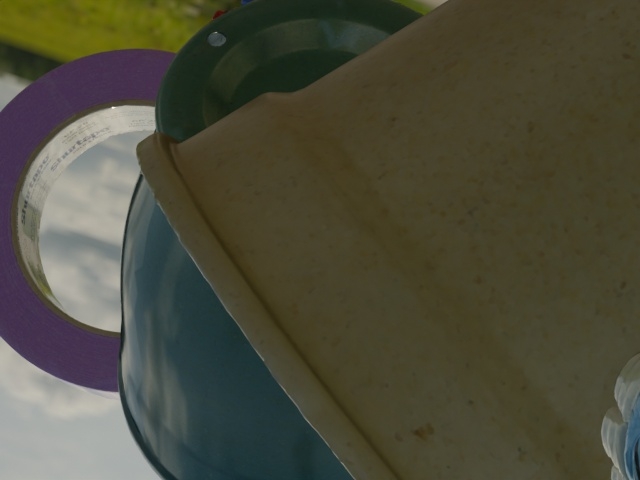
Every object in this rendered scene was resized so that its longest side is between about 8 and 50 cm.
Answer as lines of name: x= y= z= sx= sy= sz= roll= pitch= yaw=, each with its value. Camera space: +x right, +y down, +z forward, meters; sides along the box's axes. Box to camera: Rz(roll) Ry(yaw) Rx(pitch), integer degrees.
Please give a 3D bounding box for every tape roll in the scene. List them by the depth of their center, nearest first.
tape roll: x=-0.145 y=-0.010 z=1.564 sx=0.275 sy=0.274 sz=0.090 roll=18 pitch=171 yaw=6

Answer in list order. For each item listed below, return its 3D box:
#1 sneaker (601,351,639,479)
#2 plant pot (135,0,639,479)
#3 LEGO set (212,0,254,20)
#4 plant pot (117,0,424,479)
sneaker: x=0.113 y=0.076 z=0.308 sx=0.162 sy=0.063 sz=0.073 roll=37 pitch=-172 yaw=-7
plant pot: x=0.141 y=-0.010 z=0.848 sx=0.334 sy=0.305 sz=0.334 roll=50 pitch=-176 yaw=-4
LEGO set: x=-0.052 y=-0.175 z=1.341 sx=0.244 sy=0.060 sz=0.182 roll=33 pitch=161 yaw=-4
plant pot: x=0.000 y=0.000 z=1.165 sx=0.272 sy=0.271 sz=0.255 roll=19 pitch=145 yaw=17
